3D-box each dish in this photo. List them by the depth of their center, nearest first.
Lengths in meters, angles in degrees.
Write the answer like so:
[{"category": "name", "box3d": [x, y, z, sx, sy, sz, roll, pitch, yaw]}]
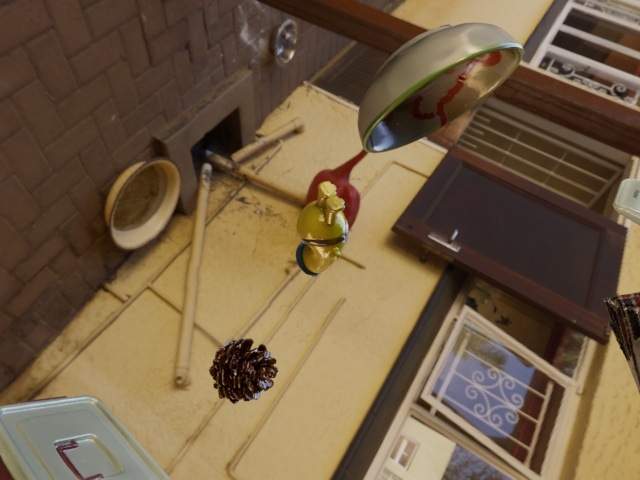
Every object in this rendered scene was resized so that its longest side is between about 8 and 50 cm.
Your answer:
[{"category": "dish", "box3d": [0.198, -0.304, 0.809, 0.324, 0.124, 0.324, -26, 172, -4]}]

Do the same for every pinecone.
[{"category": "pinecone", "box3d": [-0.183, 0.318, 1.046, 0.173, 0.173, 0.173, -55, 165, -22]}]

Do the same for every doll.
[{"category": "doll", "box3d": [0.000, 0.000, 1.243, 0.145, 0.199, 0.363, -12, 144, -18]}]

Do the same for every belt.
[{"category": "belt", "box3d": [0.735, 0.291, 0.937, 0.126, 0.094, 0.360, 41, 39, -63]}]

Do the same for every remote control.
[{"category": "remote control", "box3d": [0.712, -0.016, 0.821, 0.103, 0.293, 0.051, -47, 162, -32]}]

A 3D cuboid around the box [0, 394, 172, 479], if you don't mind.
[{"category": "box", "box3d": [-0.374, 0.382, 0.621, 0.167, 0.294, 0.193, -61, 152, 0]}]
